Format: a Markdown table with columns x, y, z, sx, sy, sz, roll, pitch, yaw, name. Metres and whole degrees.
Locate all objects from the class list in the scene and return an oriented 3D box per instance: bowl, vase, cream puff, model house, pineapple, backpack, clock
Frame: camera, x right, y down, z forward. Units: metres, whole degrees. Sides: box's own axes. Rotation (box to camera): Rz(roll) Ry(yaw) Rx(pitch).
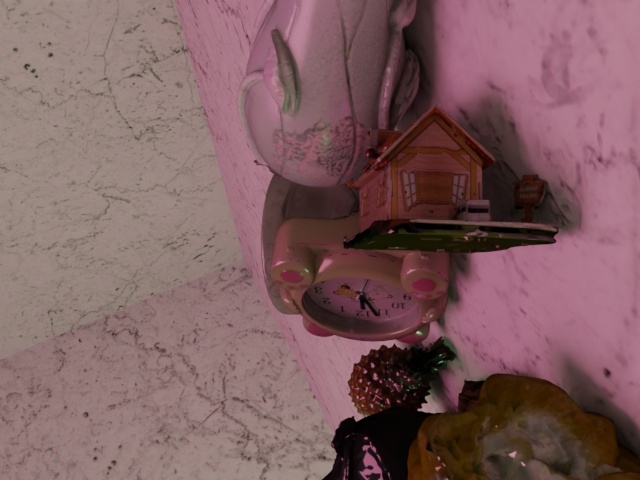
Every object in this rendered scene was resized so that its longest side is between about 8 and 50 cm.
| x | y | z | sx | sy | sz | roll | pitch | yaw | name |
| --- | --- | --- | --- | --- | --- | --- | --- | --- | --- |
| 0.000 | 0.000 | 1.343 | 0.307 | 0.164 | 0.306 | 2 | -90 | -71 | bowl |
| 0.017 | -0.259 | 0.860 | 0.249 | 0.250 | 0.445 | 62 | 162 | 24 | vase |
| 0.255 | 0.342 | 0.778 | 0.323 | 0.270 | 0.274 | -116 | 30 | -50 | cream puff |
| 0.144 | -0.065 | 0.814 | 0.294 | 0.207 | 0.153 | 148 | 122 | -82 | model house |
| 0.155 | 0.280 | 1.336 | 0.361 | 0.175 | 0.175 | 110 | 136 | -73 | pineapple |
| 0.120 | 0.498 | 1.151 | 0.363 | 0.255 | 0.445 | 61 | 149 | 25 | backpack |
| 0.072 | 0.079 | 1.124 | 0.309 | 0.284 | 0.114 | 80 | -166 | -56 | clock |

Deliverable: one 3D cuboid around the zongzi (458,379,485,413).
| x | y | z | sx | sy | sz | roll | pitch | yaw | name |
| --- | --- | --- | --- | --- | --- | --- | --- | --- | --- |
| 0.266 | 0.323 | 1.017 | 0.242 | 0.112 | 0.220 | 118 | 148 | -78 | zongzi |
